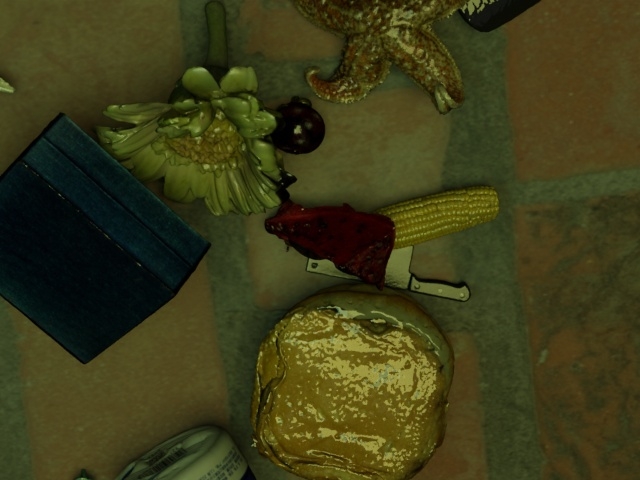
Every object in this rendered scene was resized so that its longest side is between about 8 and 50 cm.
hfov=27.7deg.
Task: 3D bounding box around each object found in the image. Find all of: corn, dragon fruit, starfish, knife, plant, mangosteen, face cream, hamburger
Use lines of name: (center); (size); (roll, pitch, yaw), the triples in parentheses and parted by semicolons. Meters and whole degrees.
corn: (0.158, -0.033, 1.856); (0.206, 0.067, 0.067); (-14, 103, -4)
dragon fruit: (0.003, 0.014, 1.814); (0.192, 0.122, 0.092); (18, 135, 25)
starfish: (0.092, -0.318, 1.753); (0.312, 0.113, 0.303); (-3, 106, 12)
knife: (0.104, 0.036, 1.891); (0.245, 0.019, 0.072); (12, 99, -6)
plant: (-0.133, -0.148, 1.730); (0.306, 0.297, 0.261); (-25, 112, 39)
mangosteen: (-0.033, -0.158, 1.807); (0.081, 0.081, 0.081); (-1, 102, -5)
face cream: (-0.200, 0.351, 1.830); (0.206, 0.206, 0.111); (-31, 98, 1)
hamburger: (0.045, 0.203, 1.847); (0.319, 0.158, 0.318); (-1, 102, -5)

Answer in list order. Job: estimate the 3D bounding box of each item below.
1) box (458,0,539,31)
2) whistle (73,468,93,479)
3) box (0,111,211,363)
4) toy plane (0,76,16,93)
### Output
box: (0.246, -0.418, 1.798); (0.201, 0.042, 0.212); (-33, 104, 2)
whistle: (-0.358, 0.432, 1.918); (0.039, 0.039, 0.186); (7, 101, -7)
box: (-0.328, 0.006, 1.722); (0.261, 0.116, 0.279); (42, 137, -13)
toy plane: (-0.519, -0.104, 1.766); (0.092, 0.108, 0.286); (34, 84, -10)
